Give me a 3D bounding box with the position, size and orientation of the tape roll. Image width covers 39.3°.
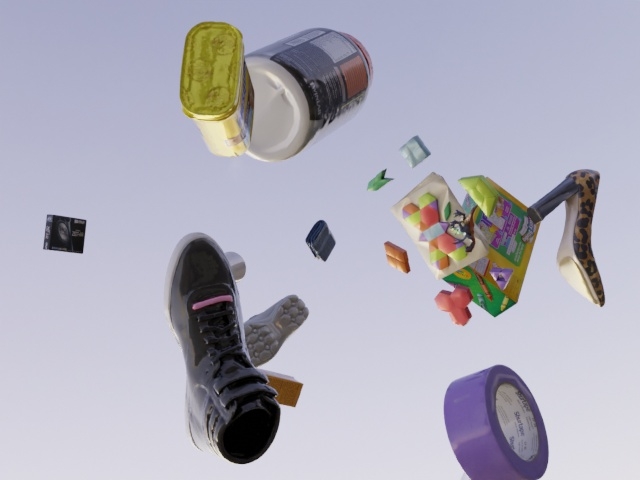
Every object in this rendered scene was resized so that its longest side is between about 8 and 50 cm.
[{"bbox_3d":[0.283,0.300,1.436,0.080,0.189,0.189,-28,-26,33],"label":"tape roll"}]

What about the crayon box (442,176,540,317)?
[{"bbox_3d":[0.373,0.010,1.958,0.081,0.165,0.278,-44,14,48],"label":"crayon box"}]

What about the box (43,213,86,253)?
[{"bbox_3d":[-0.476,-0.011,1.670,0.083,0.018,0.067,12,-97,-57],"label":"box"}]

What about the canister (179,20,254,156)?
[{"bbox_3d":[-0.130,-0.191,1.173,0.073,0.126,0.170,3,-13,3],"label":"canister"}]

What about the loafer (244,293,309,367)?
[{"bbox_3d":[-0.145,0.235,2.139,0.111,0.112,0.319,-39,-5,40],"label":"loafer"}]

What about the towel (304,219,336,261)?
[{"bbox_3d":[0.000,0.000,2.000,0.067,0.029,0.119,-58,-24,-13],"label":"towel"}]

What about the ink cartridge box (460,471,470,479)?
[{"bbox_3d":[0.338,0.528,1.947,0.186,0.065,0.311,75,-140,-77],"label":"ink cartridge box"}]

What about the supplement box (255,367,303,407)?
[{"bbox_3d":[-0.165,0.382,2.377,0.233,0.078,0.080,16,-88,-30],"label":"supplement box"}]

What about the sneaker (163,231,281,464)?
[{"bbox_3d":[-0.113,0.139,1.102,0.105,0.147,0.295,-11,-78,-31],"label":"sneaker"}]

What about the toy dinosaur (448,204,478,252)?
[{"bbox_3d":[0.254,-0.013,1.545,0.090,0.047,0.082,-18,-46,43],"label":"toy dinosaur"}]

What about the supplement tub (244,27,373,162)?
[{"bbox_3d":[-0.032,-0.275,1.626,0.316,0.194,0.193,-40,-19,-55],"label":"supplement tub"}]

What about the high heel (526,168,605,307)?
[{"bbox_3d":[0.556,-0.011,1.826,0.186,0.261,0.093,-34,6,-19],"label":"high heel"}]

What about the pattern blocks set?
[{"bbox_3d":[0.220,-0.021,1.669,0.026,0.325,0.285,-30,-18,-48],"label":"pattern blocks set"}]

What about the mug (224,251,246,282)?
[{"bbox_3d":[-0.187,0.059,1.684,0.078,0.062,0.064,-24,-1,22],"label":"mug"}]
